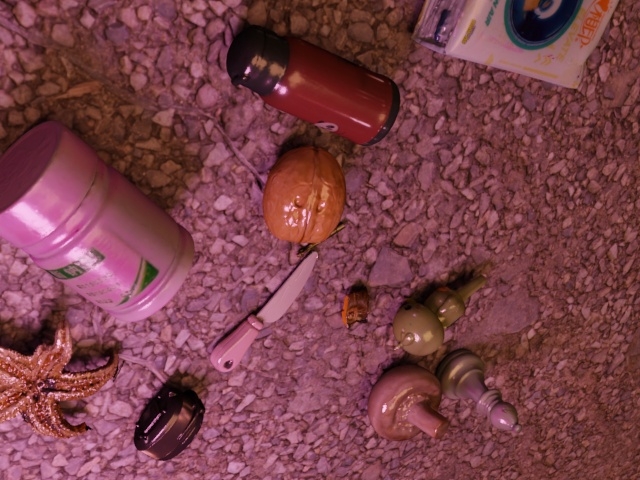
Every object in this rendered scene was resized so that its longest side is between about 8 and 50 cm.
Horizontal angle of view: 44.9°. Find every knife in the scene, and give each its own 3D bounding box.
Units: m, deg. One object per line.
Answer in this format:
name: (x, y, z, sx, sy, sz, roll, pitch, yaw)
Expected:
knife: (-0.110, 0.160, 1.705, 0.336, 0.043, 0.081, -46, 141, -3)

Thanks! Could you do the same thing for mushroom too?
mushroom: (0.232, 0.423, 1.936, 0.207, 0.215, 0.208, -17, 121, -31)

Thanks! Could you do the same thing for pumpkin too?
pumpkin: (0.081, 0.155, 1.817, 0.073, 0.035, 0.101, -16, 120, -35)

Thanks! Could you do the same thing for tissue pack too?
tissue pack: (0.410, -0.484, 1.561, 0.387, 0.162, 0.288, 5, 118, -34)

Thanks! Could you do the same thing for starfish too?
starfish: (-0.525, 0.260, 1.481, 0.303, 0.113, 0.312, 2, 124, -28)

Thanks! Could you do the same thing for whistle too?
whistle: (0.279, 0.166, 1.898, 0.294, 0.141, 0.141, -49, 131, -23)

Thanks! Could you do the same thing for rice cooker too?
rice cooker: (-0.325, 0.392, 1.662, 0.106, 0.112, 0.165, 32, 97, -32)

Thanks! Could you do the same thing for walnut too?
walnut: (-0.031, -0.089, 1.538, 0.165, 0.165, 0.197, 2, 122, -31)

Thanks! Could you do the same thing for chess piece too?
chess piece: (0.426, 0.407, 2.000, 0.139, 0.271, 0.139, -15, 122, -24)

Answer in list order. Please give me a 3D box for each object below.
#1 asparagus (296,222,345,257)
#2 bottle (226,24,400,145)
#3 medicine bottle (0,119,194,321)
asparagus: (0.000, 0.000, 1.693, 0.127, 0.018, 0.015, -34, 94, -10)
bottle: (-0.016, -0.290, 1.441, 0.336, 0.144, 0.144, 16, 107, -35)
medicine bottle: (-0.394, -0.024, 1.328, 0.212, 0.212, 0.325, -45, 129, -1)
